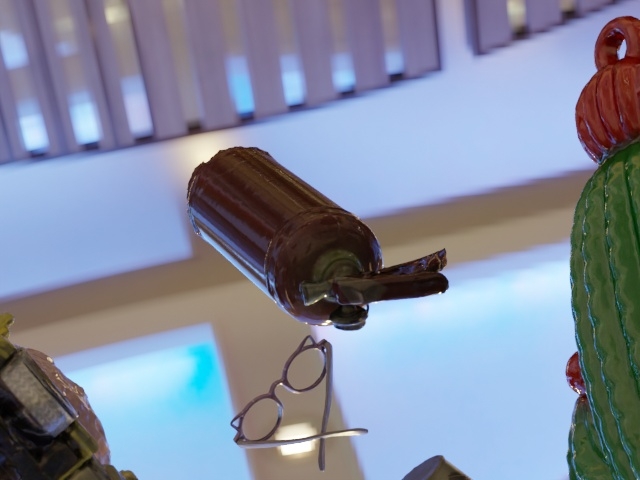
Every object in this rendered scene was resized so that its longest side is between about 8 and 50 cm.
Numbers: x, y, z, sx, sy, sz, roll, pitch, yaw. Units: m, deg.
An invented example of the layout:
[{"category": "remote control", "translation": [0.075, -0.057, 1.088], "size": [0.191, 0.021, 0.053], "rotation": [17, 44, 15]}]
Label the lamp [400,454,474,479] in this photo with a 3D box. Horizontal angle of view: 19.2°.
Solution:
[{"category": "lamp", "translation": [0.156, 0.316, 1.856], "size": [0.121, 0.215, 0.121], "rotation": [-38, -173, 6]}]

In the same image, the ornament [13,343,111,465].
[{"category": "ornament", "translation": [-0.318, 0.206, 1.721], "size": [0.259, 0.259, 0.225], "rotation": [-21, -109, -17]}]

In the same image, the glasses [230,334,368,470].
[{"category": "glasses", "translation": [-0.012, 0.173, 1.881], "size": [0.140, 0.062, 0.104], "rotation": [-46, -137, -8]}]

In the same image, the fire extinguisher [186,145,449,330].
[{"category": "fire extinguisher", "translation": [0.000, 0.000, 1.693], "size": [0.147, 0.106, 0.337], "rotation": [-18, -156, -18]}]

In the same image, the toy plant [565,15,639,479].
[{"category": "toy plant", "translation": [0.163, 0.020, 0.812], "size": [0.088, 0.240, 0.154], "rotation": [6, 179, -32]}]

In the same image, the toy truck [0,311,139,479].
[{"category": "toy truck", "translation": [-0.147, 0.164, 1.040], "size": [0.124, 0.272, 0.157], "rotation": [-40, -157, -8]}]
